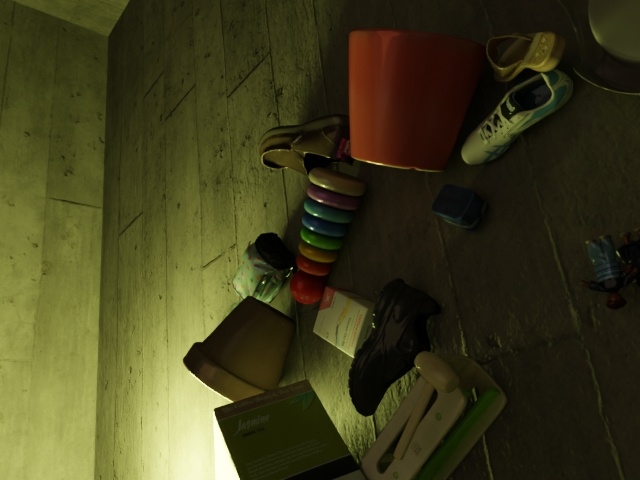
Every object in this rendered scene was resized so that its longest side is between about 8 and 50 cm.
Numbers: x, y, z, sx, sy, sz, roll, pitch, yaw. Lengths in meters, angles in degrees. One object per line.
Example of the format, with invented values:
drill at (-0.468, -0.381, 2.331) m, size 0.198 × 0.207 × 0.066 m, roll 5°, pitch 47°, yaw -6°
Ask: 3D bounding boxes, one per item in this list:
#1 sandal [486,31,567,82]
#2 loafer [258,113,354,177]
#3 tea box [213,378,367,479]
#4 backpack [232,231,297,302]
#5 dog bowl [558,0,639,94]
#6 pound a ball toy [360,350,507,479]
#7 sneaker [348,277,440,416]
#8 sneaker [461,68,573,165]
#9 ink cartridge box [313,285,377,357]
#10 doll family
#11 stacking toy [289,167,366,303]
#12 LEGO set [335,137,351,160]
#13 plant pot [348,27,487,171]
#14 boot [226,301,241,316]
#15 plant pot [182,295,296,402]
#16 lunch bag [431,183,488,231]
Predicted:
sandal at (0.331, -0.333, 1.018) m, size 0.240 × 0.079 × 0.088 m, roll -120°, pitch 51°, yaw -76°
loafer at (-0.043, -0.226, 1.505) m, size 0.365 × 0.133 × 0.130 m, roll -6°, pitch 76°, yaw 51°
tea box at (-0.066, 0.529, 1.184) m, size 0.323 × 0.219 × 0.329 m, roll -128°, pitch 35°, yaw -47°
backpack at (-0.157, 0.084, 1.589) m, size 0.152 × 0.115 × 0.182 m, roll 54°, pitch 125°, yaw 41°
dog bowl at (0.524, -0.367, 0.843) m, size 0.348 × 0.102 × 0.349 m, roll -18°, pitch 67°, yaw 50°
pound a ball toy at (0.172, 0.312, 1.030) m, size 0.136 × 0.208 × 0.319 m, roll 51°, pitch 121°, yaw 45°
sneaker at (0.147, 0.226, 1.163) m, size 0.130 × 0.109 × 0.287 m, roll 22°, pitch 98°, yaw 28°
sneaker at (0.339, -0.223, 1.057) m, size 0.237 × 0.086 × 0.085 m, roll -41°, pitch 52°, yaw 40°
ink cartridge box at (0.077, 0.187, 1.299) m, size 0.198 × 0.067 × 0.115 m, roll 21°, pitch 98°, yaw 51°
doll family at (0.471, 0.031, 0.837) m, size 0.193 × 0.076 × 0.112 m, roll -32°, pitch 61°, yaw 49°
stacking toy at (0.000, 0.000, 1.403) m, size 0.141 × 0.141 × 0.331 m, roll 33°, pitch 111°, yaw 51°
LEGO set at (0.130, -0.280, 1.344) m, size 0.093 × 0.087 × 0.227 m, roll 17°, pitch 88°, yaw 49°
plant pot at (0.171, -0.271, 1.157) m, size 0.275 × 0.274 × 0.243 m, roll 26°, pitch 112°, yaw 52°
boot at (-0.284, 0.286, 1.725) m, size 0.176 × 0.088 × 0.245 m, roll 16°, pitch 97°, yaw 54°
plant pot at (-0.182, 0.272, 1.492) m, size 0.263 × 0.263 × 0.229 m, roll 23°, pitch 82°, yaw 52°
lunch bag at (0.272, -0.061, 1.117) m, size 0.098 × 0.065 × 0.067 m, roll 29°, pitch 88°, yaw 52°
